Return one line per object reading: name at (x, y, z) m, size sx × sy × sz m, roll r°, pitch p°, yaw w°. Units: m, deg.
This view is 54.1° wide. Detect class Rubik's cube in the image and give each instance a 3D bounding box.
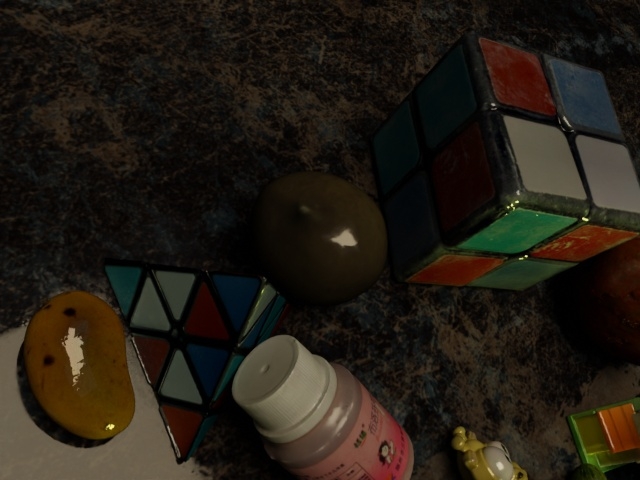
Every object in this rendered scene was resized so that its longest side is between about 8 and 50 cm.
Rubik's cube at (-0.089, 0.088, 0.787) m, size 0.249 × 0.234 × 0.285 m, roll -11°, pitch 71°, yaw -35°
Rubik's cube at (0.304, -0.112, 1.074) m, size 0.313 × 0.318 × 0.316 m, roll 7°, pitch 62°, yaw -26°

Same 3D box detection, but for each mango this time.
mango at (-0.283, 0.146, 0.734) m, size 0.115 × 0.090 × 0.178 m, roll -4°, pitch 76°, yaw -40°

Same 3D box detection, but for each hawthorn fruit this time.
hawthorn fruit at (0.620, 0.103, 1.182) m, size 0.315 × 0.316 × 0.316 m, roll 14°, pitch 60°, yaw -25°

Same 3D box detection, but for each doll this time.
doll at (0.300, 0.406, 0.951) m, size 0.291 × 0.086 × 0.117 m, roll 53°, pitch 12°, yaw 6°

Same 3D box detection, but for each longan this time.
longan at (0.000, 0.000, 0.904) m, size 0.196 × 0.197 × 0.220 m, roll -21°, pitch 36°, yaw -37°

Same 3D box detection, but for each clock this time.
clock at (0.606, 0.311, 1.073) m, size 0.219 × 0.255 × 0.106 m, roll -2°, pitch 66°, yaw -32°

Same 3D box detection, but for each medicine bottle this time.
medicine bottle at (0.004, 0.231, 0.782) m, size 0.247 × 0.147 × 0.147 m, roll 51°, pitch 47°, yaw -29°

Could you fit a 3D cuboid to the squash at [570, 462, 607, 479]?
squash at (0.448, 0.484, 1.009) m, size 0.069 × 0.069 × 0.239 m, roll 17°, pitch 58°, yaw -23°
